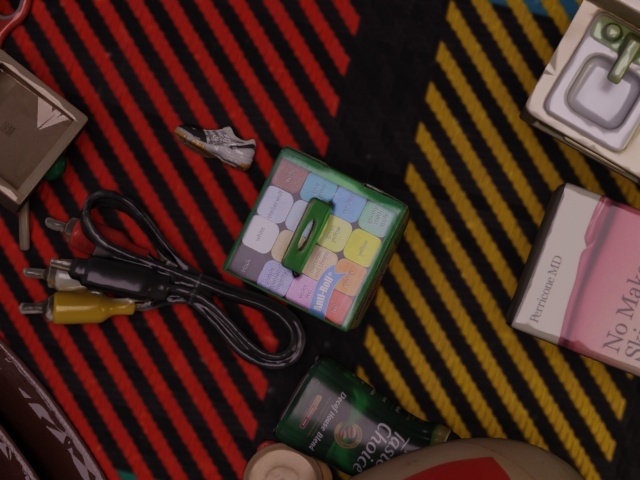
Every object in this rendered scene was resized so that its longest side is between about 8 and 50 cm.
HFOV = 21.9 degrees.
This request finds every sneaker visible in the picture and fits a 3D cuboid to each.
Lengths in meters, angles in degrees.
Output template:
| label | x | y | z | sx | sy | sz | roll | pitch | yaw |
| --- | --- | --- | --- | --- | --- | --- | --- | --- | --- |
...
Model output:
| label | x | y | z | sx | sy | sz | roll | pitch | yaw |
| --- | --- | --- | --- | --- | --- | --- | --- | --- | --- |
| sneaker | -0.103 | -0.100 | 1.649 | 0.083 | 0.032 | 0.037 | 24 | 77 | -1 |

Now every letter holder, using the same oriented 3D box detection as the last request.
| label | x | y | z | sx | sy | sz | roll | pitch | yaw |
| --- | --- | --- | --- | --- | --- | --- | --- | --- | --- |
| letter holder | -0.373 | 0.199 | 1.601 | 0.214 | 0.152 | 0.302 | -41 | 87 | 1 |

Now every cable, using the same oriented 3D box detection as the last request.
| label | x | y | z | sx | sy | sz | roll | pitch | yaw |
| --- | --- | --- | --- | --- | --- | --- | --- | --- | --- |
| cable | -0.149 | 0.042 | 1.649 | 0.287 | 0.072 | 0.139 | 16 | 73 | -8 |

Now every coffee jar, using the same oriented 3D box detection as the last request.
| label | x | y | z | sx | sy | sz | roll | pitch | yaw |
| --- | --- | --- | --- | --- | --- | --- | --- | --- | --- |
| coffee jar | 0.054 | 0.194 | 1.606 | 0.184 | 0.079 | 0.096 | 30 | 91 | 3 |

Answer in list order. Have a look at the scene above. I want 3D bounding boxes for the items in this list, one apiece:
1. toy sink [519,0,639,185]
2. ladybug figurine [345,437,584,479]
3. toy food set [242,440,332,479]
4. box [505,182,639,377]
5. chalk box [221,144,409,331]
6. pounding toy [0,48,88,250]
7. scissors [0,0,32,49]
| label | x | y | z | sx | sy | sz | roll | pitch | yaw |
| --- | --- | --- | --- | --- | --- | --- | --- | --- | --- |
| toy sink | 0.278 | -0.134 | 1.518 | 0.153 | 0.234 | 0.131 | 29 | 91 | 3 |
| ladybug figurine | 0.086 | 0.357 | 1.489 | 0.449 | 0.162 | 0.305 | -29 | 116 | -17 |
| toy food set | -0.037 | 0.238 | 1.640 | 0.082 | 0.020 | 0.083 | 39 | 92 | 4 |
| box | 0.309 | 0.053 | 1.566 | 0.232 | 0.127 | 0.149 | 20 | 91 | 4 |
| chalk box | 0.000 | 0.000 | 1.545 | 0.132 | 0.213 | 0.132 | 27 | 91 | 4 |
| pounding toy | -0.303 | -0.086 | 1.630 | 0.141 | 0.100 | 0.130 | 38 | 76 | -7 |
| scissors | -0.336 | -0.167 | 1.666 | 0.109 | 0.021 | 0.297 | -4 | 87 | 2 |
